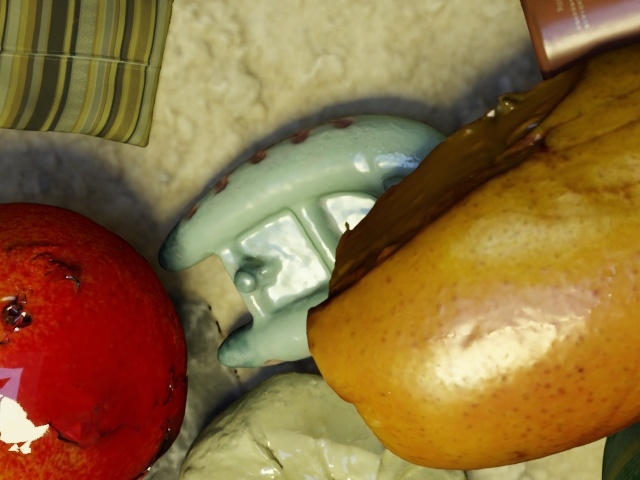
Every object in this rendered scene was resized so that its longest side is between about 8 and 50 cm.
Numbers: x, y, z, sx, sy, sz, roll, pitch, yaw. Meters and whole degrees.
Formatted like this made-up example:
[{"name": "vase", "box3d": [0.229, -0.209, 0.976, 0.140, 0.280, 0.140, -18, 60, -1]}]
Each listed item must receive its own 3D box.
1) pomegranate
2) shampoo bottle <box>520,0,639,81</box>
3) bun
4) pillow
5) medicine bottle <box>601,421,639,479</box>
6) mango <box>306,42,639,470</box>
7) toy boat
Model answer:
[{"name": "pomegranate", "box3d": [-0.193, 0.080, 1.123, 0.235, 0.210, 0.210, -21, 99, 47]}, {"name": "shampoo bottle", "box3d": [0.241, -0.151, 1.053, 0.244, 0.085, 0.085, -15, 99, 12]}, {"name": "bun", "box3d": [0.000, 0.168, 1.151, 0.188, 0.111, 0.164, 20, 102, 9]}, {"name": "pillow", "box3d": [-0.189, -0.120, 1.110, 0.203, 0.038, 0.113, 4, 105, -28]}, {"name": "medicine bottle", "box3d": [0.223, 0.151, 1.021, 0.133, 0.274, 0.133, 3, 108, 10]}, {"name": "mango", "box3d": [0.162, -0.001, 1.031, 0.350, 0.201, 0.199, -30, 79, 3]}, {"name": "toy boat", "box3d": [0.000, 0.000, 1.133, 0.208, 0.079, 0.134, -27, 94, 16]}]
